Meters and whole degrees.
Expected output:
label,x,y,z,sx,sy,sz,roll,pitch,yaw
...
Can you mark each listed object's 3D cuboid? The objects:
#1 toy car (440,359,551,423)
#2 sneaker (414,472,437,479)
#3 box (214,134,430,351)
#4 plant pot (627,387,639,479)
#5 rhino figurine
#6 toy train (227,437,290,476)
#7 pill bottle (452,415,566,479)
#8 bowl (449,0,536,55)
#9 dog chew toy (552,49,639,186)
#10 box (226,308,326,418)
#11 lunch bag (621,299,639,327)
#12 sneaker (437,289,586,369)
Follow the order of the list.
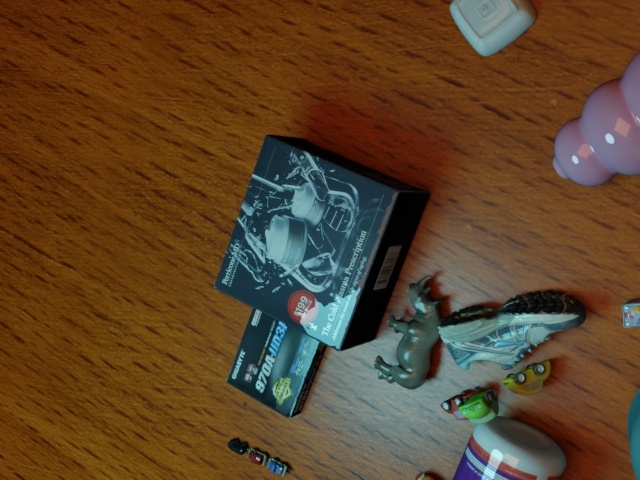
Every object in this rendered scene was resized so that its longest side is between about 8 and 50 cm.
label,x,y,z,sx,sy,sz,roll,pitch,yaw
toy car,0.314,0.301,1.834,0.239,0.225,0.053,-27,83,23
sneaker,0.193,0.558,1.995,0.067,0.064,0.175,27,107,12
box,0.000,0.000,1.993,0.312,0.179,0.343,24,102,24
plant pot,0.643,0.367,1.640,0.272,0.255,0.271,5,104,21
rhino figurine,0.188,0.185,1.971,0.106,0.073,0.243,20,100,27
toy train,-0.137,0.476,2.160,0.158,0.036,0.027,21,101,23
pill bottle,0.325,0.509,1.862,0.181,0.181,0.323,26,103,22
bowl,0.325,-0.441,1.885,0.142,0.053,0.142,-37,79,23
dog chew toy,0.554,-0.209,1.714,0.332,0.207,0.206,-34,78,31
box,-0.089,0.245,2.117,0.175,0.051,0.220,27,104,22
lunch bag,0.593,0.132,1.776,0.083,0.071,0.053,-8,91,25
sneaker,0.374,0.177,1.882,0.283,0.110,0.122,-13,106,27
